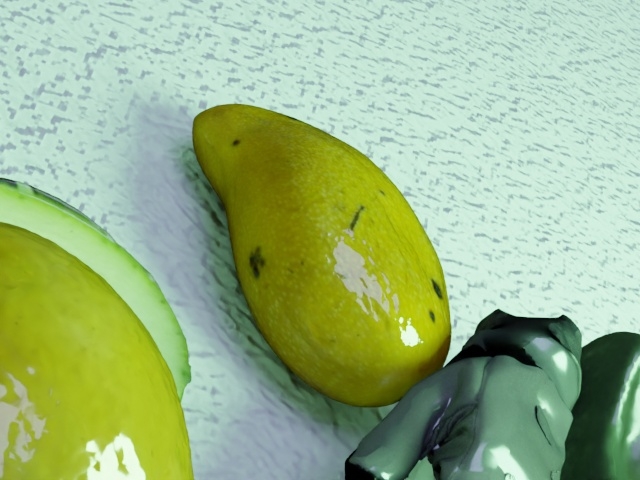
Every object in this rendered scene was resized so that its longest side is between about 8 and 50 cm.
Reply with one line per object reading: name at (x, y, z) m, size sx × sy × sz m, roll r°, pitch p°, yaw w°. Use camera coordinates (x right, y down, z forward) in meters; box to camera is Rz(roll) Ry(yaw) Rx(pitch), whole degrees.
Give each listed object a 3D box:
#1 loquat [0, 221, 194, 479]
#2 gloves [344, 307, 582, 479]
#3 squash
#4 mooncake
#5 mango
loquat at (-0.186, 0.122, 0.612) m, size 0.275 × 0.275 × 0.275 m, roll 26°, pitch 39°, yaw -23°
gloves at (0.088, 0.135, 0.953) m, size 0.142 × 0.119 × 0.285 m, roll 53°, pitch 49°, yaw -18°
squash at (-0.176, 0.050, 0.894) m, size 0.219 × 0.041 × 0.219 m, roll 28°, pitch 33°, yaw -20°
mooncake at (0.202, 0.152, 1.048) m, size 0.104 × 0.175 × 0.168 m, roll 29°, pitch -4°, yaw -15°
mango at (0.003, -0.002, 1.058) m, size 0.157 × 0.109 × 0.262 m, roll -3°, pitch 55°, yaw -44°
